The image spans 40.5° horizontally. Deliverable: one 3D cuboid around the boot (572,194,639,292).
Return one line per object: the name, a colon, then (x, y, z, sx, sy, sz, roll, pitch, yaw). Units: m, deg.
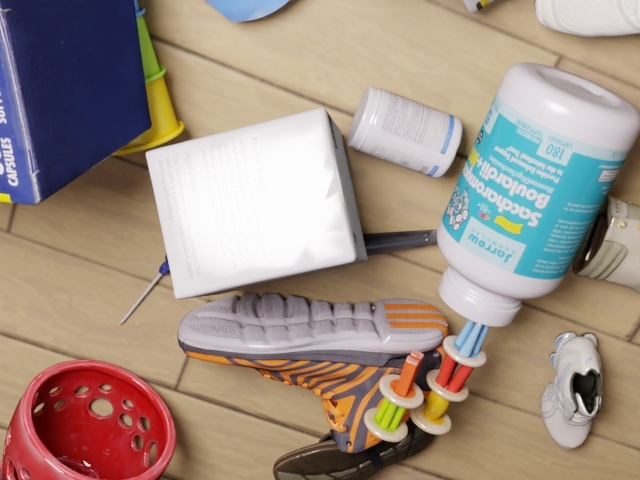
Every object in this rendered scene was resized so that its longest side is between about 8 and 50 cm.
boot: (0.394, -0.023, 0.960, 0.165, 0.077, 0.213, 20, 118, -7)

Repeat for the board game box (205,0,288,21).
board game box: (-0.088, -0.301, 0.853, 0.168, 0.033, 0.133, 36, 117, -10)

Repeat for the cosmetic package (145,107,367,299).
cosmetic package: (-0.058, -0.032, 0.893, 0.183, 0.151, 0.151, -12, 86, 7)

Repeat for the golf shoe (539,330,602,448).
golf shoe: (0.313, 0.201, 1.069, 0.069, 0.086, 0.176, -6, 118, 2)

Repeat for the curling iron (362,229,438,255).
curling iron: (0.000, 0.000, 1.000, 0.274, 0.035, 0.068, 1, 117, 1)

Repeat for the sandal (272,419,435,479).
sandal: (0.043, 0.264, 1.125, 0.219, 0.060, 0.090, -26, 120, -2)

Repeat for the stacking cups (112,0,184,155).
stacking cups: (-0.226, -0.247, 0.859, 0.096, 0.096, 0.316, -12, 111, 7)

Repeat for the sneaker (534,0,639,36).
sneaker: (0.355, -0.246, 0.825, 0.292, 0.118, 0.110, -6, 118, 6)

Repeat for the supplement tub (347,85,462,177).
supplement tub: (0.090, -0.114, 0.921, 0.107, 0.071, 0.071, 20, 115, -9)

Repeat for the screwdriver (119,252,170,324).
screwdriver: (-0.197, 0.049, 1.035, 0.024, 0.025, 0.170, 35, 111, -15)

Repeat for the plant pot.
plant pot: (-0.294, 0.270, 1.063, 0.191, 0.191, 0.174, 25, 123, -11)

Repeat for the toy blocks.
toy blocks: (0.124, 0.147, 0.961, 0.123, 0.054, 0.148, 1, 122, -37)

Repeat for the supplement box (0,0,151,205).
supplement box: (-0.363, -0.171, 0.778, 0.356, 0.195, 0.194, 6, 118, 18)

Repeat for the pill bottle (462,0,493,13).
pill bottle: (0.181, -0.277, 0.840, 0.116, 0.065, 0.065, -29, 113, 15)

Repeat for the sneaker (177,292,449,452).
sneaker: (-0.010, 0.167, 1.035, 0.321, 0.125, 0.180, 4, 116, -1)

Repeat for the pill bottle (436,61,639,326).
pill bottle: (0.215, -0.041, 0.913, 0.146, 0.146, 0.264, 16, 116, -7)
